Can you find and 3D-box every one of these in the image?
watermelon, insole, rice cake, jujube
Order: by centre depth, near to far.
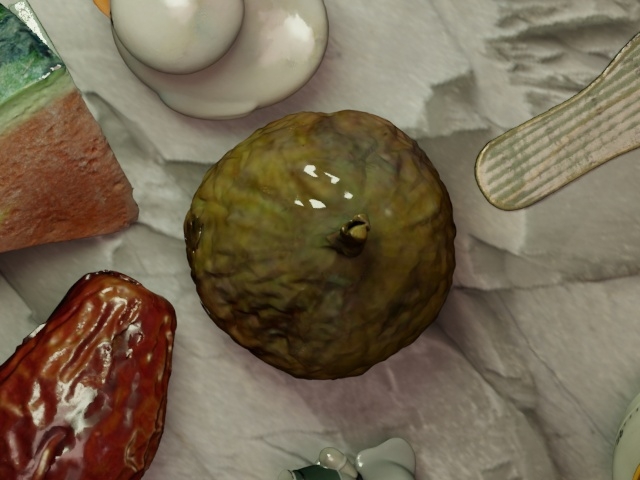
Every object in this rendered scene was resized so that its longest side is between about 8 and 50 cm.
[{"bbox_3d":[-0.315,-0.083,1.692,0.292,0.250,0.283,25,97,-6],"label":"watermelon"},{"bbox_3d":[-0.252,0.175,1.752,0.197,0.197,0.290,27,77,-9],"label":"jujube"},{"bbox_3d":[-0.291,-0.200,1.794,0.022,0.021,0.121,-30,96,2],"label":"rice cake"},{"bbox_3d":[0.325,-0.146,1.878,0.348,0.009,0.119,-31,99,-3],"label":"insole"}]

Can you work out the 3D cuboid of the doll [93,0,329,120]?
[{"bbox_3d":[-0.112,-0.227,1.718,0.251,0.221,0.221,18,93,-10],"label":"doll"}]

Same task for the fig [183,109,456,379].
[{"bbox_3d":[0.000,0.000,1.683,0.286,0.369,0.286,0,88,0],"label":"fig"}]

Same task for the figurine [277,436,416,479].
[{"bbox_3d":[0.043,0.283,1.834,0.192,0.126,0.147,9,85,-24],"label":"figurine"}]

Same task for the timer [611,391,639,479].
[{"bbox_3d":[0.440,0.237,1.861,0.233,0.240,0.233,7,118,13],"label":"timer"}]
